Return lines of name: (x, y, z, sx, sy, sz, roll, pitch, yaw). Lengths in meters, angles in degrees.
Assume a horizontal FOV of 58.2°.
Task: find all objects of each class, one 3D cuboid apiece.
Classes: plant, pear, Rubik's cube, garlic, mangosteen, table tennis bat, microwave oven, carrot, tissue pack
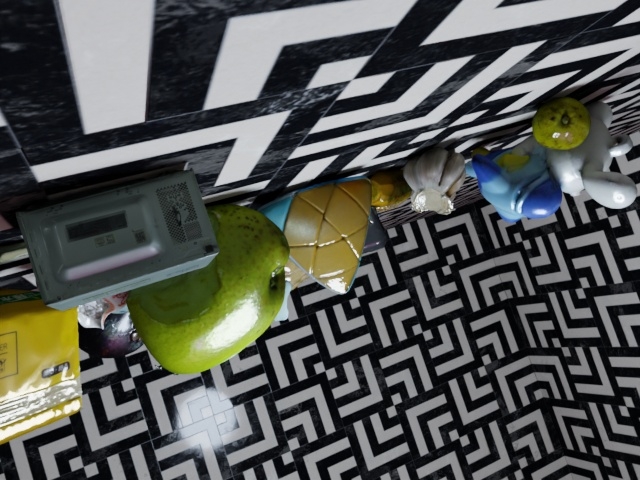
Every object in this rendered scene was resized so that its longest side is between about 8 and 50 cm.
plant: (0.077, -0.045, 1.415, 0.141, 0.164, 0.256, -22, 160, 1)
pear: (0.469, -0.226, 1.120, 0.107, 0.107, 0.131, -20, -175, 18)
Rubik's cube: (0.000, 0.000, 1.212, 0.254, 0.254, 0.254, -19, 176, -1)
garlic: (0.262, -0.153, 1.238, 0.131, 0.127, 0.194, 1, -144, 39)
mangosteen: (-0.495, 0.164, 1.342, 0.242, 0.243, 0.243, -19, 176, -1)
pear: (-0.188, 0.063, 1.021, 0.281, 0.287, 0.176, -19, 156, 9)
table tennis bat: (-0.356, -0.013, 0.875, 0.246, 0.022, 0.138, -18, 176, -33)
microwave oven: (-0.253, -0.002, 0.739, 0.208, 0.122, 0.162, -18, 175, -20)
carrot: (0.156, -0.121, 1.300, 0.082, 0.082, 0.173, -22, -179, 38)
tissue pack: (-0.600, 0.202, 0.852, 0.293, 0.228, 0.382, 0, -177, 27)

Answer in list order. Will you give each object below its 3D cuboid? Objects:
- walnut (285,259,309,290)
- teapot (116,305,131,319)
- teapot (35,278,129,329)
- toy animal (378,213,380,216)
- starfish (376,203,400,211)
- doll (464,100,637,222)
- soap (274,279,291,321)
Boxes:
walnut: (-0.123, 0.047, 1.476, 0.245, 0.198, 0.198, -19, 176, -8)
teapot: (-0.396, 0.092, 1.157, 0.232, 0.159, 0.159, -17, 175, -23)
teapot: (-0.415, 0.071, 1.005, 0.159, 0.116, 0.245, 13, 156, 12)
toy animal: (0.076, -0.061, 1.800, 0.220, 0.062, 0.108, -6, 172, -14)
starfish: (0.207, -0.121, 1.642, 0.299, 0.060, 0.302, -12, 172, -41)
doll: (0.488, -0.151, 1.267, 0.365, 0.187, 0.376, -17, -169, 30)
soap: (-0.229, 0.116, 1.278, 0.289, 0.095, 0.173, 5, 174, 21)
